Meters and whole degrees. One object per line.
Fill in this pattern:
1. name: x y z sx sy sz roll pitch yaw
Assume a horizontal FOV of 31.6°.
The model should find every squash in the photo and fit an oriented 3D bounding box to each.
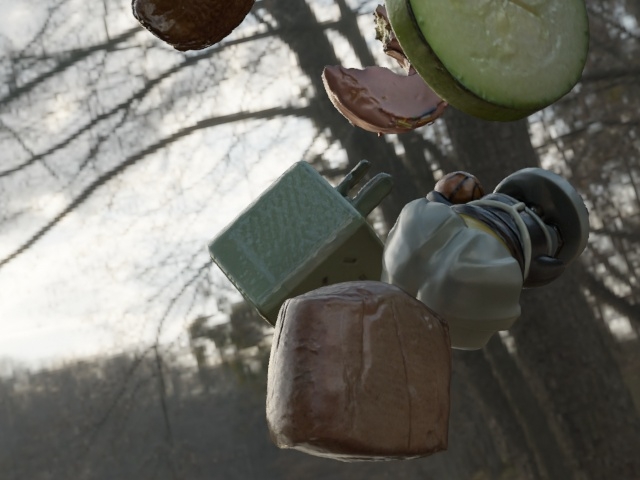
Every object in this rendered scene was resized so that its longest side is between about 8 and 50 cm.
1. squash: 0.133 -0.204 0.939 0.219 0.219 0.041 -3 -12 -38

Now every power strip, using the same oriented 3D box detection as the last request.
1. power strip: 0.000 0.000 1.362 0.224 0.139 0.140 -42 -38 -2

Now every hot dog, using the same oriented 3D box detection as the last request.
1. hot dog: -0.212 -0.473 2.030 0.272 0.196 0.122 -54 -11 4

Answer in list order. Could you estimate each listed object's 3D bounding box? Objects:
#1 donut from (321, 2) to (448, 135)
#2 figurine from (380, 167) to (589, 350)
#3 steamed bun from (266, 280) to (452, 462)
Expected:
1. donut: 0.123 -0.267 1.860 0.233 0.199 0.085 -51 -2 -24
2. figurine: 0.158 0.007 1.162 0.236 0.176 0.133 -30 -36 -44
3. steamed bun: 0.030 0.106 0.908 0.175 0.145 0.106 14 -21 -42
